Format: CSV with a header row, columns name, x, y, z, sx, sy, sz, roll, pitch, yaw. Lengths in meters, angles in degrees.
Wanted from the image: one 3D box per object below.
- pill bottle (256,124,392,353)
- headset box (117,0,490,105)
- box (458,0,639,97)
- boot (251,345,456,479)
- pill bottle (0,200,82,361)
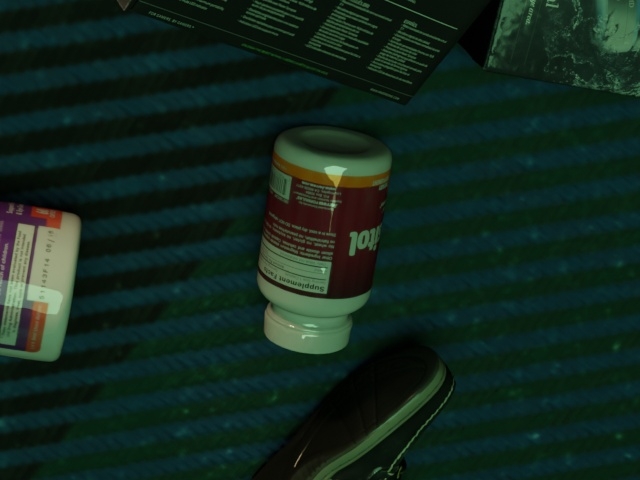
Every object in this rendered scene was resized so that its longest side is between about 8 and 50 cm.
name,x,y,z,sx,sy,sz,roll,pitch,yaw
pill bottle,0.000,0.000,1.087,0.086,0.086,0.152,5,112,-9
headset box,0.028,-0.247,0.886,0.246,0.131,0.283,12,126,-45
box,0.192,-0.188,1.034,0.158,0.093,0.156,8,110,-12
boot,0.059,0.204,1.177,0.178,0.085,0.236,38,109,-21
pill bottle,-0.269,0.019,1.047,0.193,0.108,0.108,10,110,-11
